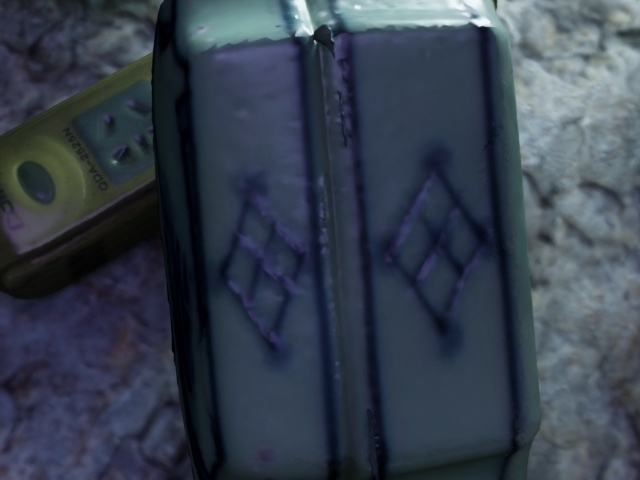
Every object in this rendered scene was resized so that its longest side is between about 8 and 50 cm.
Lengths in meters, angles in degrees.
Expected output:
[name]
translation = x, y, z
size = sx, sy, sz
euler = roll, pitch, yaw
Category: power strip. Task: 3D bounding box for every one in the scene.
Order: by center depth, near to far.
[power strip]
translation = -0.071, -0.078, 0.922
size = 0.387, 0.066, 0.092
euler = -32, 71, -12

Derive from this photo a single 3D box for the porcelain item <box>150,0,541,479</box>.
[porcelain item]
translation = 0.000, 0.000, 0.754
size = 0.157, 0.286, 0.281
euler = -4, 94, -6
